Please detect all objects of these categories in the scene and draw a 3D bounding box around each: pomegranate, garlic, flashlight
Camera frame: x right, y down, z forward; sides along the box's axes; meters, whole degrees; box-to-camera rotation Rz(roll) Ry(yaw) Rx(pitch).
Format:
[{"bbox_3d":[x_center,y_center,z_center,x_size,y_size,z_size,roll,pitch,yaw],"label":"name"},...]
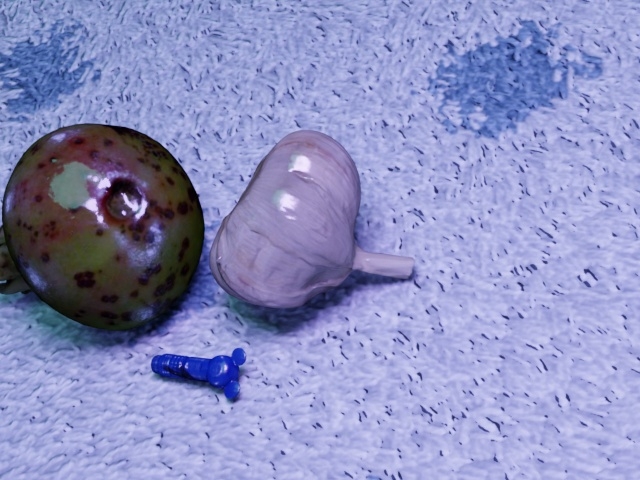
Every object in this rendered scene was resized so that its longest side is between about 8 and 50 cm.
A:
[{"bbox_3d":[-0.268,0.007,1.833,0.242,0.306,0.242,17,49,-20],"label":"pomegranate"},{"bbox_3d":[0.000,0.000,1.744,0.212,0.218,0.219,29,59,-3],"label":"garlic"},{"bbox_3d":[-0.134,0.144,1.747,0.121,0.035,0.057,3,76,32],"label":"flashlight"}]
